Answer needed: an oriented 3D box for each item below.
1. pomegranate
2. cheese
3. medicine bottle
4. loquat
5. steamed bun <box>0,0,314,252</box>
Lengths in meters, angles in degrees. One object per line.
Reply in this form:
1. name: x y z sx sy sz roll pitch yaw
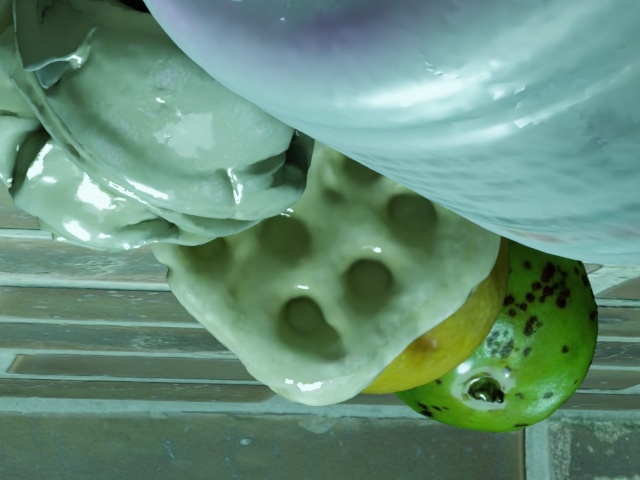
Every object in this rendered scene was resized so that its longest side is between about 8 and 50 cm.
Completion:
1. pomegranate: 0.148 0.061 1.809 0.211 0.211 0.263 1 -147 2
2. cheese: 0.000 0.000 1.305 0.235 0.218 0.117 11 174 7
3. medicine bottle: 0.041 -0.149 0.568 0.256 0.256 0.325 -10 158 37
4. loquat: 0.038 0.012 1.463 0.208 0.208 0.208 0 168 0
5. steamed bun: -0.118 -0.061 1.169 0.218 0.144 0.211 23 176 23
